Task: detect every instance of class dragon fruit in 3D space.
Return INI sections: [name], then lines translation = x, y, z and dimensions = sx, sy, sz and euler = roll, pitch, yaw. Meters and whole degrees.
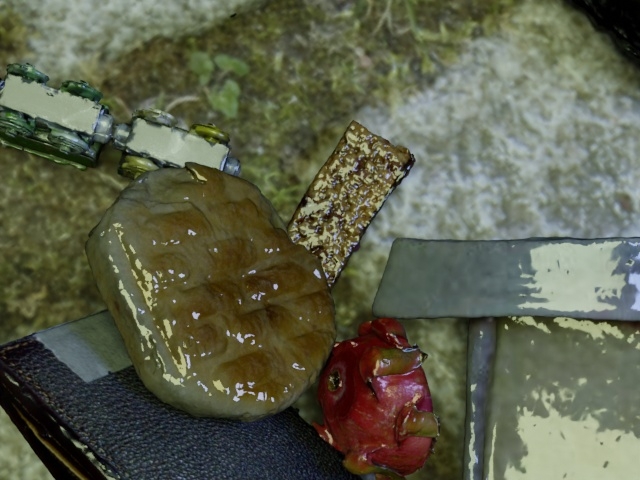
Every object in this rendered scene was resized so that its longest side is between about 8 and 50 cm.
[dragon fruit]
translation = 0.031, 0.119, 0.905
dimensions = 0.068, 0.126, 0.112
euler = -8, 44, -27

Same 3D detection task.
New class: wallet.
[wallet]
translation = -0.086, 0.155, 0.853
dimensions = 0.262, 0.221, 0.071
euler = 48, 114, 10

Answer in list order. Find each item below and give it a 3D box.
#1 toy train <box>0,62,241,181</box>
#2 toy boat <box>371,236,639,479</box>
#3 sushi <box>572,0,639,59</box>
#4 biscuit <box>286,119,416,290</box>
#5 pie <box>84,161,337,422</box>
[toy train]
translation = -0.160, -0.079, 0.965
dimensions = 0.202, 0.081, 0.060
euler = 18, 80, -6
[toy boat]
translation = 0.196, 0.111, 0.932
dimensions = 0.276, 0.111, 0.294
euler = -16, 89, 5
[sushi]
translation = 0.345, -0.295, 0.918
dimensions = 0.328, 0.285, 0.329
euler = -36, 81, -8
[biscuit]
translation = 0.000, 0.000, 0.975
dimensions = 0.064, 0.034, 0.199
euler = 31, 79, 3
[pie]
translation = -0.069, 0.034, 0.884
dimensions = 0.195, 0.046, 0.195
euler = 18, 55, -28
